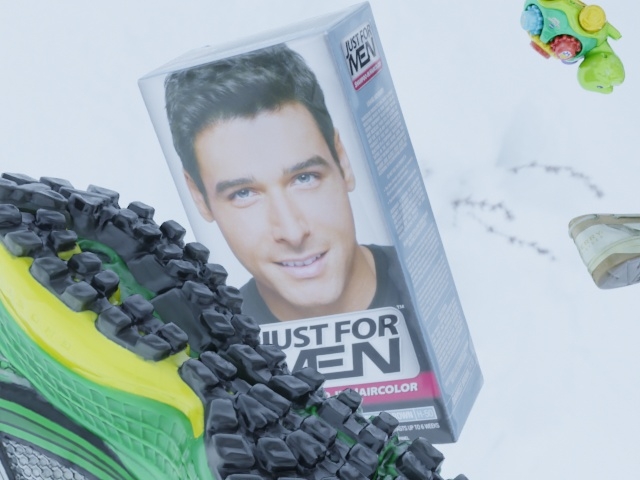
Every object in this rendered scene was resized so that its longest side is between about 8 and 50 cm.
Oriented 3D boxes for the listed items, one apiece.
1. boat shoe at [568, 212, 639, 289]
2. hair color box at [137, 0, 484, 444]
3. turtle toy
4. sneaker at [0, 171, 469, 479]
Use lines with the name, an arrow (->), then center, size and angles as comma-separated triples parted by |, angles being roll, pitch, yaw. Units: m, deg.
boat shoe -> 0.234, -0.002, 0.783 | 0.153, 0.056, 0.048 | -8, 56, -33
hair color box -> 0.000, 0.000, 1.005 | 0.113, 0.185, 0.375 | -48, 123, -58
turtle toy -> 0.238, -0.194, 1.072 | 0.130, 0.095, 0.066 | 42, 103, 12
sneaker -> -0.045, 0.119, 0.475 | 0.343, 0.146, 0.134 | 42, 25, 31
